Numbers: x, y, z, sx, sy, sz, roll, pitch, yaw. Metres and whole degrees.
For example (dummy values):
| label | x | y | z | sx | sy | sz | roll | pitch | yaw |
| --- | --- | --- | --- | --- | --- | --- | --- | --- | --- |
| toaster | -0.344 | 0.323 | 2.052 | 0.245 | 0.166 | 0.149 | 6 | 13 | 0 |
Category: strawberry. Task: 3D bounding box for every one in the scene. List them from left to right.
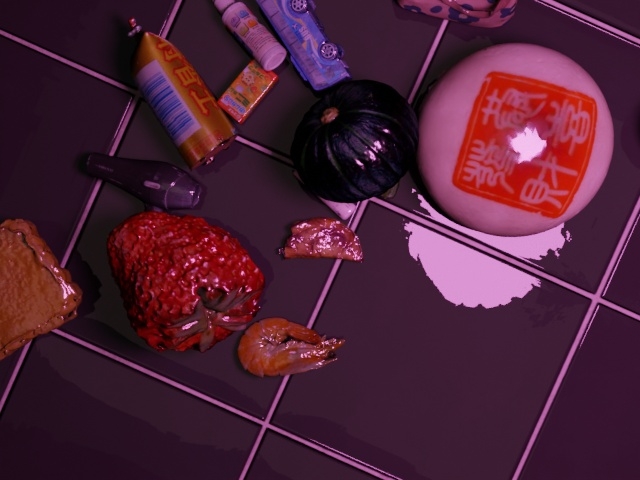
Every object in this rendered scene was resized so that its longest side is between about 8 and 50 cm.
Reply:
| label | x | y | z | sx | sy | sz | roll | pitch | yaw |
| --- | --- | --- | --- | --- | --- | --- | --- | --- | --- |
| strawberry | -0.254 | 0.074 | 1.706 | 0.261 | 0.261 | 0.258 | -35 | 60 | 1 |

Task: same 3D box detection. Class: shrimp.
| label | x | y | z | sx | sy | sz | roll | pitch | yaw |
| --- | --- | --- | --- | --- | --- | --- | --- | --- | --- |
| shrimp | -0.059 | 0.207 | 1.790 | 0.217 | 0.051 | 0.115 | -6 | 89 | 3 |

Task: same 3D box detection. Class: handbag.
| label | x | y | z | sx | sy | sz | roll | pitch | yaw |
| --- | --- | --- | --- | --- | --- | --- | --- | --- | --- |
| handbag | 0.270 | -0.518 | 1.703 | 0.251 | 0.193 | 0.190 | 12 | 87 | -1 |

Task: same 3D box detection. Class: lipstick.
| label | x | y | z | sx | sy | sz | roll | pitch | yaw |
| --- | --- | --- | --- | --- | --- | --- | --- | --- | --- |
| lipstick | 0.009 | -0.099 | 1.788 | 0.141 | 0.040 | 0.040 | 42 | 91 | -1 |

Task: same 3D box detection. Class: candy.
| label | x | y | z | sx | sy | sz | roll | pitch | yaw |
| --- | --- | --- | --- | --- | --- | --- | --- | --- | --- |
| candy | -0.143 | -0.295 | 1.785 | 0.062 | 0.038 | 0.122 | 40 | 91 | 0 |

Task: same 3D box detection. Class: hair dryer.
| label | x | y | z | sx | sy | sz | roll | pitch | yaw |
| --- | --- | --- | --- | --- | --- | --- | --- | --- | --- |
| hair dryer | -0.372 | -0.032 | 1.775 | 0.235 | 0.091 | 0.272 | 17 | 95 | 9 |

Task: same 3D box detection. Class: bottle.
| label | x | y | z | sx | sy | sz | roll | pitch | yaw |
| --- | --- | --- | --- | --- | --- | --- | --- | --- | --- |
| bottle | -0.153 | -0.424 | 1.763 | 0.060 | 0.060 | 0.217 | -40 | 77 | 1 |

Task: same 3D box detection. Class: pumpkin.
| label | x | y | z | sx | sy | sz | roll | pitch | yaw |
| --- | --- | --- | --- | --- | --- | --- | --- | --- | --- |
| pumpkin | 0.083 | -0.167 | 1.709 | 0.248 | 0.248 | 0.248 | 0 | 91 | 0 |

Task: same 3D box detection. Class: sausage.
| label | x | y | z | sx | sy | sz | roll | pitch | yaw |
| --- | --- | --- | --- | --- | --- | --- | --- | --- | --- |
| sausage | -0.282 | -0.292 | 1.750 | 0.117 | 0.125 | 0.317 | -33 | 88 | 5 |

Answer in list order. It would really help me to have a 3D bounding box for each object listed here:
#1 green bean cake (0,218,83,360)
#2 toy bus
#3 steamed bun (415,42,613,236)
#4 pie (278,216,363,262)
| label | x | y | z | sx | sy | sz | roll | pitch | yaw |
| --- | --- | --- | --- | --- | --- | --- | --- | --- | --- |
| green bean cake | -0.600 | 0.097 | 1.749 | 0.229 | 0.131 | 0.224 | -34 | 93 | -2 |
| toy bus | -0.031 | -0.398 | 1.769 | 0.094 | 0.079 | 0.236 | -33 | 91 | 17 |
| steamed bun | 0.366 | -0.188 | 1.689 | 0.374 | 0.241 | 0.375 | 0 | 92 | -3 |
| pie | 0.000 | 0.000 | 1.792 | 0.169 | 0.034 | 0.092 | -2 | 95 | 1 |
